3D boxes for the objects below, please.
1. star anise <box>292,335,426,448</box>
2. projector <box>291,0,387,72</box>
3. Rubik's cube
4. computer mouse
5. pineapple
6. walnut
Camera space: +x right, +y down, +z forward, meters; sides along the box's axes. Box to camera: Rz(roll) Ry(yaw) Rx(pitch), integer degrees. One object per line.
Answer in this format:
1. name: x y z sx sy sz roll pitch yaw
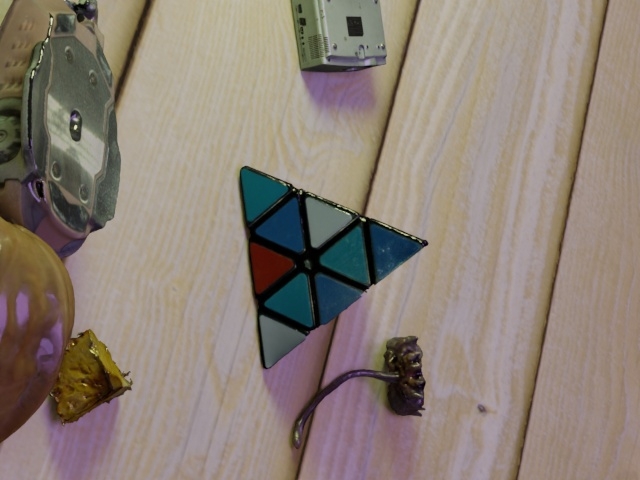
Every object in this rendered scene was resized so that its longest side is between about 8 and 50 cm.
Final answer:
1. star anise: 0.052 0.224 2.125 0.228 0.218 0.148 -3 122 -12
2. projector: 0.030 -0.304 2.153 0.147 0.061 0.115 -8 92 -49
3. Rubik's cube: 0.000 0.000 2.071 0.250 0.284 0.234 50 17 12
4. computer mouse: -0.316 -0.153 1.676 0.199 0.115 0.389 54 31 -57
5. pineapple: -0.252 0.164 1.735 0.114 0.077 0.114 22 71 -61
6. walnut: -0.363 0.097 1.504 0.225 0.225 0.260 17 84 -47
